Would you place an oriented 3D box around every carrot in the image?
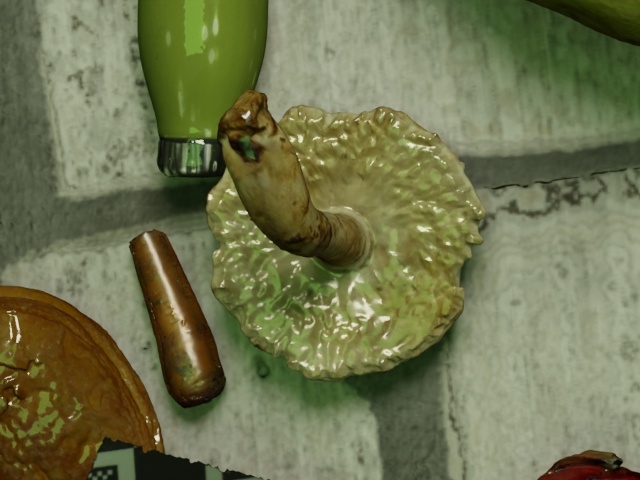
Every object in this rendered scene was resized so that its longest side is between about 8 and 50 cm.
[{"bbox_3d":[-0.129,0.070,1.266,0.055,0.055,0.161,-20,83,13],"label":"carrot"}]

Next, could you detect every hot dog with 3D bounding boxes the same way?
[{"bbox_3d":[-0.253,0.168,1.264,0.196,0.122,0.272,-37,102,13],"label":"hot dog"}]

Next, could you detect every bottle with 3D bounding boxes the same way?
[{"bbox_3d":[-0.100,-0.184,1.206,0.112,0.112,0.260,3,96,11],"label":"bottle"}]

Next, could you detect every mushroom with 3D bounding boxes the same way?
[{"bbox_3d":[-0.022,0.003,1.124,0.208,0.301,0.233,-8,88,39],"label":"mushroom"}]

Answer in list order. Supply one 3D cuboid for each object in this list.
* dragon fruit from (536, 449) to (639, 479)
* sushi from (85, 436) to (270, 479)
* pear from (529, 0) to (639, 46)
[{"bbox_3d":[0.192,0.281,1.173,0.218,0.148,0.224,20,80,-31],"label":"dragon fruit"},{"bbox_3d":[-0.110,0.310,1.244,0.294,0.059,0.292,22,105,-21],"label":"sushi"},{"bbox_3d":[0.254,-0.319,1.015,0.413,0.352,0.352,7,96,18],"label":"pear"}]
